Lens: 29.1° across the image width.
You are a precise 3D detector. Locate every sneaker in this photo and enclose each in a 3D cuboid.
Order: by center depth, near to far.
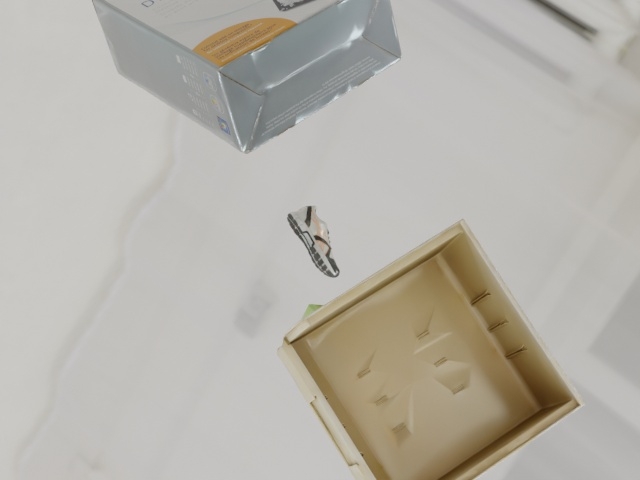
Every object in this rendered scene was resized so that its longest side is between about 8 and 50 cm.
[{"bbox_3d":[0.000,0.000,1.681,0.044,0.109,0.040,-31,-177,-22],"label":"sneaker"}]

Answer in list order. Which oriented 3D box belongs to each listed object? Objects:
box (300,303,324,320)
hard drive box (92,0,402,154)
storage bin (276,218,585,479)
[{"bbox_3d":[0.134,0.214,1.915,0.232,0.322,0.058,10,113,-36],"label":"box"},{"bbox_3d":[-0.071,-0.193,1.125,0.181,0.232,0.089,-33,130,-22],"label":"hard drive box"},{"bbox_3d":[0.124,0.160,1.482,0.260,0.262,0.123,-31,174,-16],"label":"storage bin"}]
